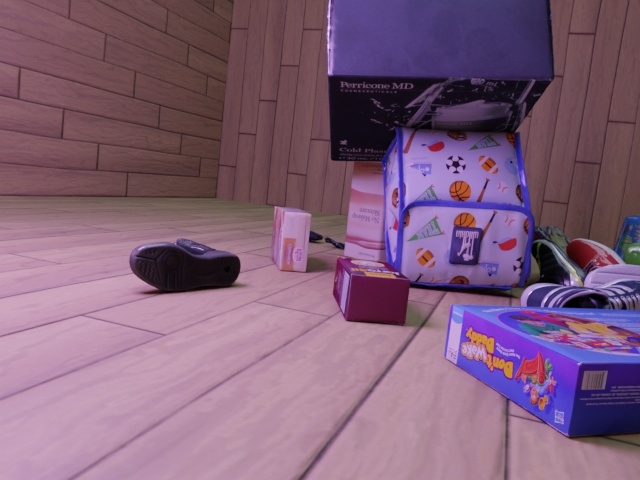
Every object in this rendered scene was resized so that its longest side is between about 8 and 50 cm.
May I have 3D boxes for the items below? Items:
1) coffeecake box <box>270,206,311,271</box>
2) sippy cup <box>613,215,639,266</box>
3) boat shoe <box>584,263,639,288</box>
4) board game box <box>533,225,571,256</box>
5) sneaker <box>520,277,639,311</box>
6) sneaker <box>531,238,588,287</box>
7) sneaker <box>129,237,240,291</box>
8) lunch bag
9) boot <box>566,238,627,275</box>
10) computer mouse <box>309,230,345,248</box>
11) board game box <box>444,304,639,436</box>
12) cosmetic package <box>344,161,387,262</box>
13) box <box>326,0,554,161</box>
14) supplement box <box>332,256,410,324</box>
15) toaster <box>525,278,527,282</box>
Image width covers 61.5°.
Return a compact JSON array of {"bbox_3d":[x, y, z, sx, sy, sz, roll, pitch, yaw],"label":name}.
[{"bbox_3d":[-0.078,-0.008,1.365,0.068,0.142,0.185,4,6,-13],"label":"coffeecake box"},{"bbox_3d":[0.978,0.044,1.593,0.240,0.224,0.305,7,7,8],"label":"sippy cup"},{"bbox_3d":[0.725,0.131,1.169,0.335,0.121,0.119,11,-9,-1],"label":"boat shoe"},{"bbox_3d":[0.709,0.047,1.572,0.347,0.056,0.208,-4,57,-56],"label":"board game box"},{"bbox_3d":[0.529,0.125,0.977,0.282,0.099,0.153,-1,2,-1],"label":"sneaker"},{"bbox_3d":[0.567,0.074,1.333,0.097,0.084,0.234,-27,27,3],"label":"sneaker"},{"bbox_3d":[-0.273,0.042,1.006,0.130,0.087,0.228,9,4,38],"label":"sneaker"},{"bbox_3d":[0.326,-0.071,1.315,0.328,0.385,0.239,3,-20,-2],"label":"lunch bag"},{"bbox_3d":[0.694,0.077,1.370,0.176,0.088,0.244,0,35,-31],"label":"boot"},{"bbox_3d":[0.000,0.000,1.893,0.071,0.041,0.242,23,-1,-42],"label":"computer mouse"},{"bbox_3d":[0.373,0.151,0.688,0.347,0.078,0.233,4,7,-19],"label":"board game box"},{"bbox_3d":[0.177,-0.087,1.642,0.129,0.296,0.153,0,7,-44],"label":"cosmetic package"},{"bbox_3d":[0.261,-0.415,1.369,0.480,0.297,0.472,1,-15,3],"label":"box"},{"bbox_3d":[0.086,0.086,0.974,0.104,0.080,0.188,6,7,-6],"label":"supplement box"},{"bbox_3d":[0.468,0.057,1.486,0.168,0.110,0.186,4,7,-16],"label":"toaster"}]
